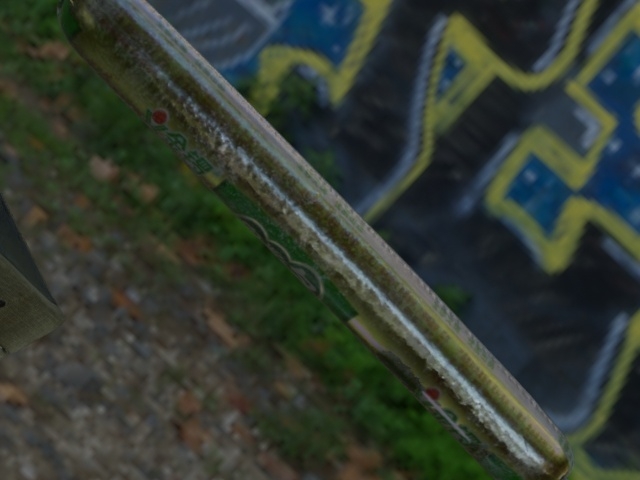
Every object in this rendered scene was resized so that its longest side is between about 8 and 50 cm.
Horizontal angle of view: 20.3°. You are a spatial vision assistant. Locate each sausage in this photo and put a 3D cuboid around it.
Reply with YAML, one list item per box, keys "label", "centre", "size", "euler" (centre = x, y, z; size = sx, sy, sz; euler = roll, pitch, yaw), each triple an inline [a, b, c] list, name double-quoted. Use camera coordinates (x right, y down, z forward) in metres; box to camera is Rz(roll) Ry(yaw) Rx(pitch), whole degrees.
- label: "sausage"
  centre: [0.000, 0.000, 0.635]
  size: [0.269, 0.033, 0.033]
  euler: [46, 8, -8]

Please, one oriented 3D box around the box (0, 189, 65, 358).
- label: "box"
  centre: [-0.112, -0.011, 0.496]
  size: [0.083, 0.035, 0.079]
  euler: [59, -1, 25]
